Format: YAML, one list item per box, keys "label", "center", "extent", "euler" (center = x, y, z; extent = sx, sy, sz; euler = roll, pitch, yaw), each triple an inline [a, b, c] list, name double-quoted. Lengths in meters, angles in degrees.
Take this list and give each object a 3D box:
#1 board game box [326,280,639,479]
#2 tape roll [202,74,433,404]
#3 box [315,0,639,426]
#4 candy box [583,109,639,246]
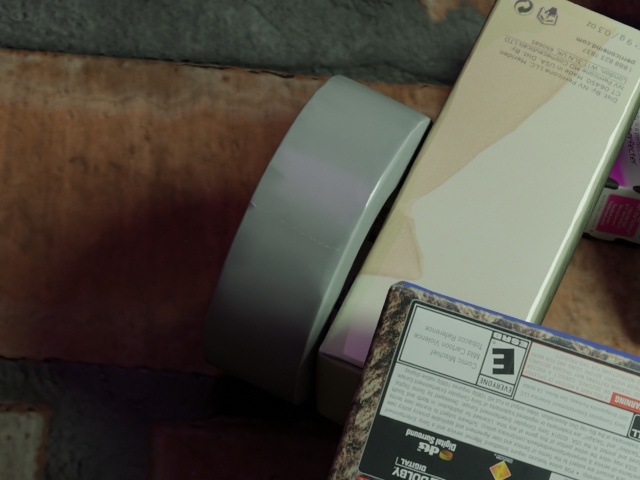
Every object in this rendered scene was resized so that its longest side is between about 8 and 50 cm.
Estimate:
- label: "board game box"
  center: [0.108, 0.195, 1.094]
  extent: [0.232, 0.141, 0.291]
  euler: [19, 91, 4]
- label: "tape roll"
  center: [0.000, 0.000, 1.269]
  extent: [0.072, 0.219, 0.219]
  euler: [25, 52, 8]
- label: "box"
  center: [0.116, -0.007, 1.292]
  extent: [0.121, 0.148, 0.311]
  euler: [24, 68, 9]
- label: "candy box"
  center: [0.253, -0.075, 1.468]
  extent: [0.233, 0.071, 0.159]
  euler: [11, 52, 0]
